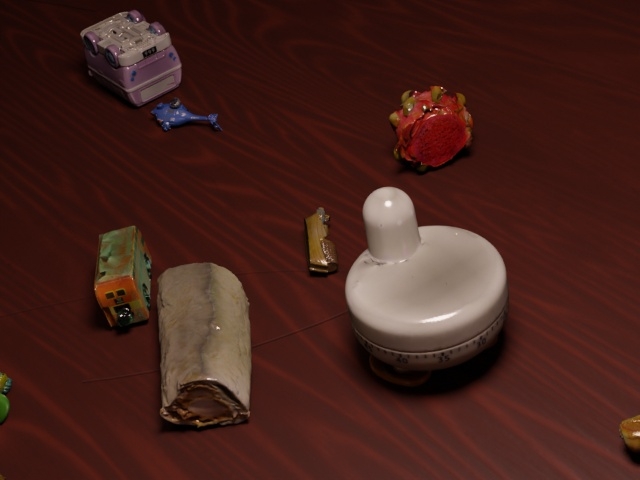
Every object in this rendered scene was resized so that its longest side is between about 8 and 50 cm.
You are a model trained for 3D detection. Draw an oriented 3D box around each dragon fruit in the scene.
[{"bbox_3d":[0.203,-0.204,2.109,0.150,0.133,0.207,33,35,13],"label":"dragon fruit"}]

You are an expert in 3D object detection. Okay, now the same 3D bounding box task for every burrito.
[{"bbox_3d":[-0.176,0.145,1.797,0.143,0.105,0.299,-16,39,5],"label":"burrito"}]

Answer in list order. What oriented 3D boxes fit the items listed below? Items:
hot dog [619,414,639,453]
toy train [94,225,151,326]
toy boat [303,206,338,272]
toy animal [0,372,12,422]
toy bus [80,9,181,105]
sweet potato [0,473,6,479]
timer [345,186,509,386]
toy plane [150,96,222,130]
[{"bbox_3d":[0.484,0.227,1.520,0.215,0.047,0.066,-15,23,0],"label":"hot dog"},{"bbox_3d":[-0.317,0.058,1.957,0.072,0.099,0.188,-12,36,2],"label":"toy train"},{"bbox_3d":[0.000,0.000,1.972,0.048,0.047,0.149,-1,40,-5],"label":"toy boat"},{"bbox_3d":[-0.540,0.211,1.859,0.103,0.100,0.208,7,13,-45],"label":"toy animal"},{"bbox_3d":[-0.397,-0.382,2.510,0.142,0.142,0.202,-33,41,-23],"label":"toy bus"},{"bbox_3d":[-0.508,0.357,1.662,0.346,0.079,0.108,-1,68,15],"label":"sweet potato"},{"bbox_3d":[0.145,0.059,1.685,0.233,0.240,0.233,-9,37,7],"label":"timer"},{"bbox_3d":[-0.267,-0.241,2.372,0.167,0.054,0.062,8,67,28],"label":"toy plane"}]
